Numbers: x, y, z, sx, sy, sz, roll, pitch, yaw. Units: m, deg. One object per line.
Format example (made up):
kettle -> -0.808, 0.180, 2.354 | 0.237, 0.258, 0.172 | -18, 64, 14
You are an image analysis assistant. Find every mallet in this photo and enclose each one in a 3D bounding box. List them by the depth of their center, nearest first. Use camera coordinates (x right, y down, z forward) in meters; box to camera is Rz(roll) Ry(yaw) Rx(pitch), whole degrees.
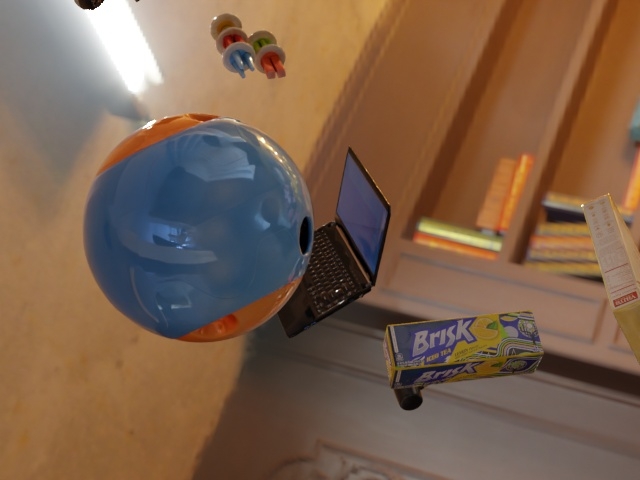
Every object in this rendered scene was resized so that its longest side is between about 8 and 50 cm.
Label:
mallet -> 0.194, 0.188, 1.634 | 0.062, 0.189, 0.039 | -119, 6, -48

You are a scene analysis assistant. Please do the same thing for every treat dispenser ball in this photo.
treat dispenser ball -> -0.151, -0.015, 1.380 | 0.288, 0.288, 0.288 | 13, -90, -68

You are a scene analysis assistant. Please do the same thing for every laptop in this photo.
laptop -> 0.000, 0.000, 1.934 | 0.136, 0.264, 0.234 | 58, -178, -35

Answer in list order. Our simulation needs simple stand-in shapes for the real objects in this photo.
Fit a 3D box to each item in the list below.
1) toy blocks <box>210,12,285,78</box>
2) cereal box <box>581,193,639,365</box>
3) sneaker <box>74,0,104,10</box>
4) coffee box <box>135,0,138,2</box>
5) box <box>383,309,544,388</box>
toy blocks -> -0.104, -0.287, 1.730 | 0.123, 0.148, 0.054 | 20, -62, -31
cereal box -> 0.411, 0.072, 1.444 | 0.173, 0.047, 0.240 | 56, -160, -30
sneaker -> -0.263, -0.333, 1.069 | 0.084, 0.097, 0.235 | -57, -27, -33
coffee box -> -0.359, -0.550, 1.912 | 0.246, 0.098, 0.141 | 50, -169, -24
box -> 0.158, 0.122, 1.238 | 0.054, 0.169, 0.059 | 94, 169, -58
